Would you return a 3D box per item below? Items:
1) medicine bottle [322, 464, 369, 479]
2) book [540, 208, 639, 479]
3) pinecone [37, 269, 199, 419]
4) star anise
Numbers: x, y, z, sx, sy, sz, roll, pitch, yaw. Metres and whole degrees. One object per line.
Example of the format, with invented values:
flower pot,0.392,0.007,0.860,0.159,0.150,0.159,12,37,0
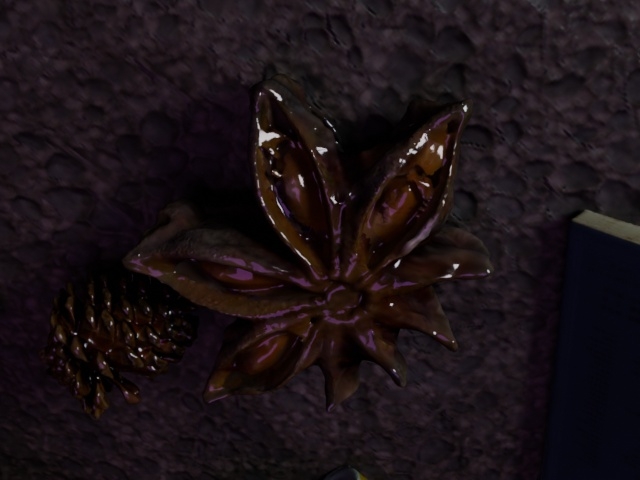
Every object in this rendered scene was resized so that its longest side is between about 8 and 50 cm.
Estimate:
medicine bottle,0.086,0.274,0.684,0.218,0.074,0.074,42,119,-16
book,0.238,0.126,0.535,0.191,0.025,0.269,24,132,38
pinecone,-0.139,0.065,0.569,0.109,0.102,0.102,-31,113,21
star anise,-0.007,0.002,0.515,0.220,0.099,0.214,-7,107,12
